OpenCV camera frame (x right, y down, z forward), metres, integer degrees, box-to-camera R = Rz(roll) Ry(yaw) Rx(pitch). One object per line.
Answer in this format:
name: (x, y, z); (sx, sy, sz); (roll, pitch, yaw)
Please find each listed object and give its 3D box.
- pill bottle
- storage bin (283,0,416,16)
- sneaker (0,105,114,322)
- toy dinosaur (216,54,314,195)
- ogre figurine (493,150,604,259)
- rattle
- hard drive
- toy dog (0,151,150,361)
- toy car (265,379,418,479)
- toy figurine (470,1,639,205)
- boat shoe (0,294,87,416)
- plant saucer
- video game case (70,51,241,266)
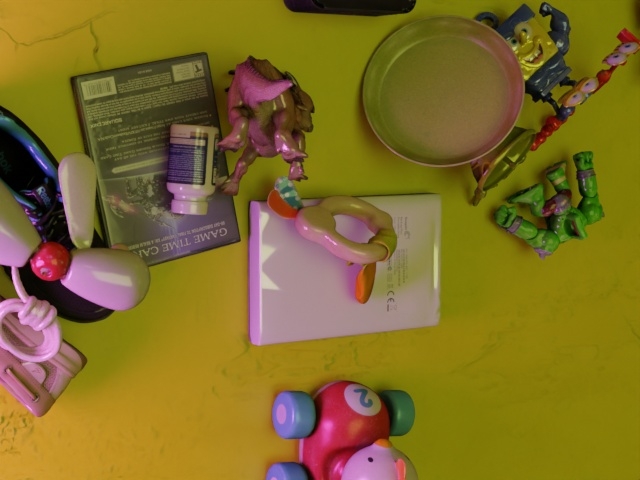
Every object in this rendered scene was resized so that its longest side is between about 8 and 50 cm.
pill bottle: (-0.175, -0.097, 1.629); (0.067, 0.067, 0.120); (2, 95, -30)
storage bin: (0.044, -0.391, 1.737); (0.180, 0.084, 0.122); (-3, 98, -30)
sneaker: (-0.360, -0.025, 1.519); (0.125, 0.140, 0.340); (-42, 115, -21)
toy dinosaur: (-0.076, -0.186, 1.614); (0.127, 0.295, 0.200); (1, 70, 2)
ogre figurine: (0.387, -0.051, 1.971); (0.197, 0.097, 0.118); (-37, 101, -33)
rattle: (0.000, 0.000, 1.743); (0.200, 0.142, 0.130); (10, 58, -16)
hard drive: (0.041, 0.038, 1.813); (0.319, 0.040, 0.210); (-4, 98, -30)
toy dog: (-0.364, -0.032, 1.392); (0.220, 0.161, 0.333); (-31, 125, 21)
toy car: (0.073, 0.326, 1.753); (0.219, 0.238, 0.210); (4, 94, -31)
toy figurine: (0.303, -0.257, 1.904); (0.362, 0.191, 0.217); (-42, 84, -11)
boat shoe: (-0.448, 0.104, 1.494); (0.341, 0.122, 0.110); (40, 75, -29)
plant saucer: (0.184, -0.220, 1.798); (0.241, 0.037, 0.240); (-2, 75, 8)
video game case: (-0.223, -0.107, 1.654); (0.196, 0.026, 0.274); (-16, 104, -28)
